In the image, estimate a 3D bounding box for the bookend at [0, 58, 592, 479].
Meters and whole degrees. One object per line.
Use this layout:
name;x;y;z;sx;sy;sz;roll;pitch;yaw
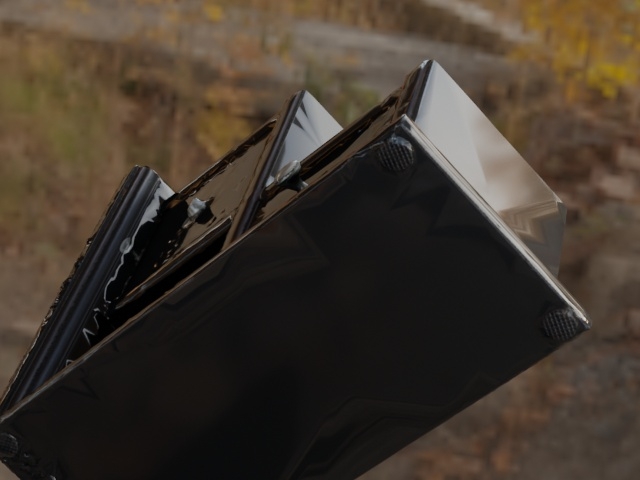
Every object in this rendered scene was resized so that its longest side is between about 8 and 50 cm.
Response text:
bookend;0.000;0.000;0.569;0.072;0.157;0.156;46;29;-15
